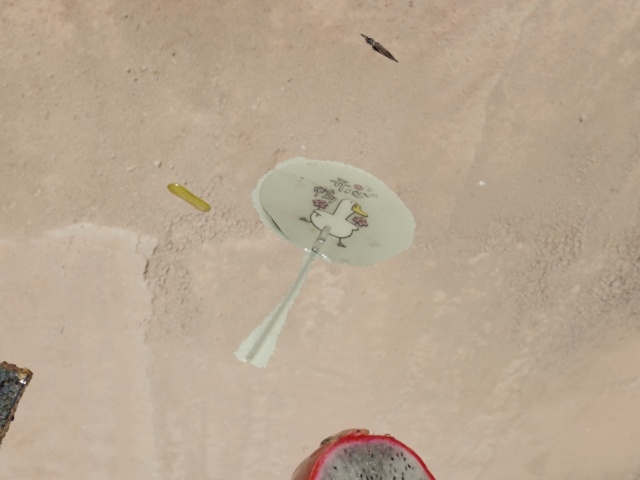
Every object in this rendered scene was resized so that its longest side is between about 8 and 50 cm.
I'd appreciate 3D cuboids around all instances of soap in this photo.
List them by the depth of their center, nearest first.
[{"bbox_3d":[-0.236,-0.077,0.895,0.034,0.012,0.089,-16,139,40],"label":"soap"}]

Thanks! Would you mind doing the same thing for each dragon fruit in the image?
[{"bbox_3d":[0.037,0.458,0.743,0.306,0.305,0.225,17,137,-26],"label":"dragon fruit"}]

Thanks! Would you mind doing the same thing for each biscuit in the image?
[{"bbox_3d":[-0.547,0.302,0.822,0.064,0.198,0.034,20,167,-4],"label":"biscuit"}]

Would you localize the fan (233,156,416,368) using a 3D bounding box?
[{"bbox_3d":[0.000,-0.001,0.624,0.233,0.414,0.012,19,129,5],"label":"fan"}]

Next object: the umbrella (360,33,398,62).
[{"bbox_3d":[0.085,-0.292,0.748,0.022,0.122,0.013,13,121,-32],"label":"umbrella"}]
